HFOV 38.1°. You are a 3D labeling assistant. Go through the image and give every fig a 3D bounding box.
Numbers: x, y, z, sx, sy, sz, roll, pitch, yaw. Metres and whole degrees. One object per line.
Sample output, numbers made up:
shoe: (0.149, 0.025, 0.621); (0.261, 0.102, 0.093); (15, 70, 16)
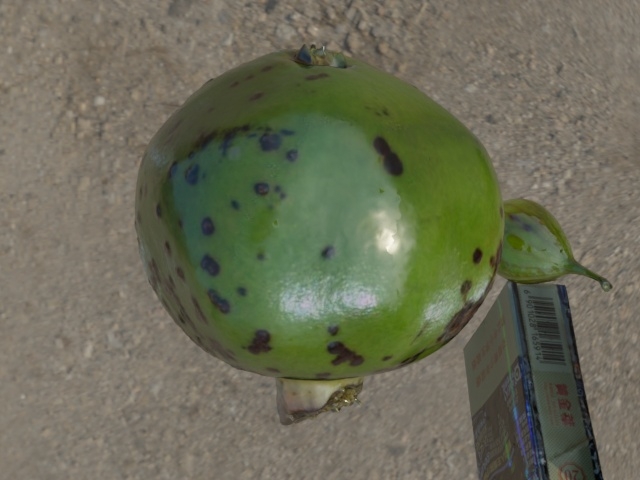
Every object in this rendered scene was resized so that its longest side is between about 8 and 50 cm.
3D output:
fig: (0.228, 0.026, 0.964); (0.093, 0.093, 0.166); (-47, 47, 19)

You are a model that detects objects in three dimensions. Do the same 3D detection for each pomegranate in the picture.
pomegranate: (0.000, 0.000, 0.649); (0.254, 0.254, 0.271); (-1, 99, 24)

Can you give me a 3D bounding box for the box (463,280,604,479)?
box: (0.265, 0.230, 1.198); (0.084, 0.198, 0.310); (6, 54, -9)
